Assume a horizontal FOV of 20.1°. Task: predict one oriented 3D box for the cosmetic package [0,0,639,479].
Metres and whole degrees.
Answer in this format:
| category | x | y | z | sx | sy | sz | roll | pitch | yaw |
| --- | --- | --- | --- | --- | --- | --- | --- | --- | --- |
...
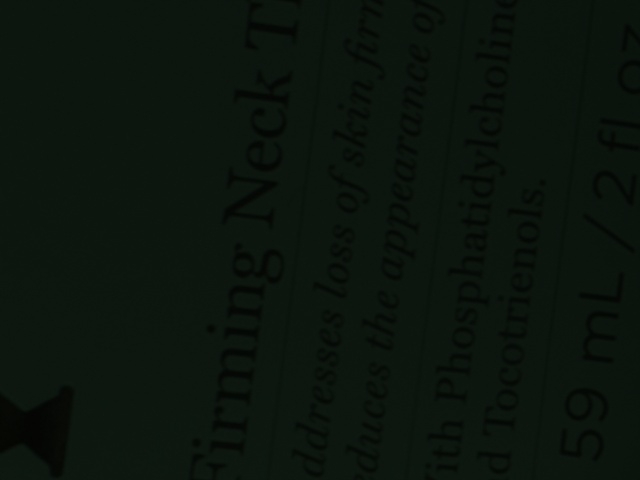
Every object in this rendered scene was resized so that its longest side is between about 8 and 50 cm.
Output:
| category | x | y | z | sx | sy | sz | roll | pitch | yaw |
| --- | --- | --- | --- | --- | --- | --- | --- | --- | --- |
| cosmetic package | -0.072 | -0.048 | 0.769 | 0.327 | 0.393 | 0.329 | -174 | 91 | -80 |
